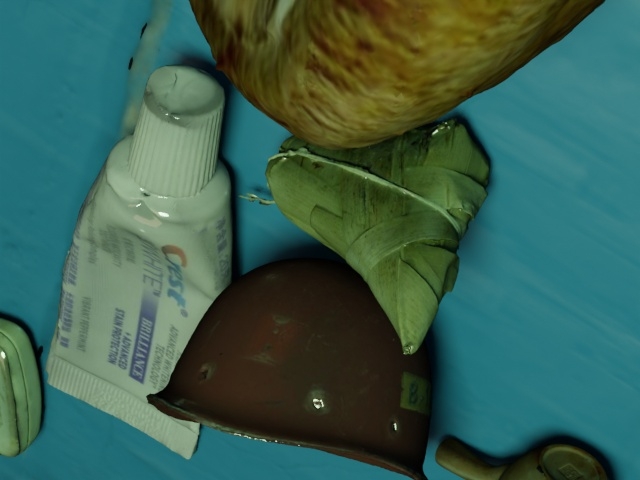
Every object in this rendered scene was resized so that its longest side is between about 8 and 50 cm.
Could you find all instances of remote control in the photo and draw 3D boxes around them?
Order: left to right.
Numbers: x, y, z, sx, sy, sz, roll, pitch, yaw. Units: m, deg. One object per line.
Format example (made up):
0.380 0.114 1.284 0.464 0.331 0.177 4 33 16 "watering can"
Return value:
-0.288 0.072 1.103 0.233 0.038 0.098 15 123 23 "remote control"

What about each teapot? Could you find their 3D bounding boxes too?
0.102 0.141 0.897 0.110 0.085 0.080 41 131 29 "teapot"

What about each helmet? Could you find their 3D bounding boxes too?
-0.009 0.061 0.870 0.155 0.175 0.106 11 86 28 "helmet"

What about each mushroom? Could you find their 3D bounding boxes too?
0.034 -0.191 0.658 0.263 0.195 0.283 27 134 62 "mushroom"

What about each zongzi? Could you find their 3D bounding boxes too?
0.000 0.000 0.838 0.154 0.130 0.062 0 146 31 "zongzi"

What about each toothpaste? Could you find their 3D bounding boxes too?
-0.100 0.015 0.953 0.099 0.068 0.282 51 143 31 "toothpaste"
